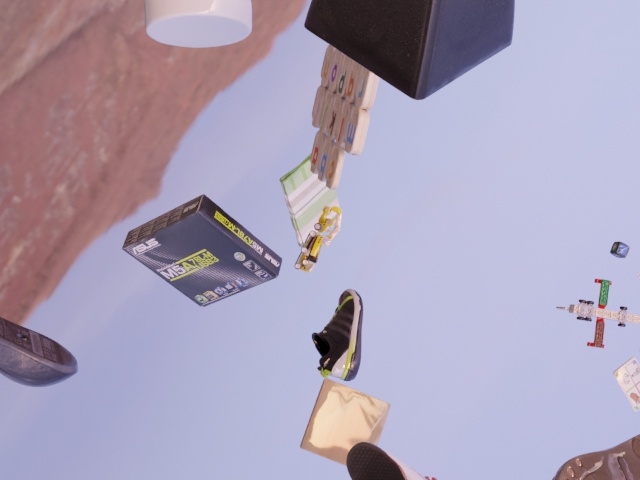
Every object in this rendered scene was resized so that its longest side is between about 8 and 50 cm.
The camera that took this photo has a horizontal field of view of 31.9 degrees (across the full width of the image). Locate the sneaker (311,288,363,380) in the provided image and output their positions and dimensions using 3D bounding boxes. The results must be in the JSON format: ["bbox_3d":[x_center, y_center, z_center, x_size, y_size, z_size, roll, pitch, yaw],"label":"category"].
[{"bbox_3d":[0.032,0.185,2.301,0.235,0.097,0.084,-88,-168,-47],"label":"sneaker"}]

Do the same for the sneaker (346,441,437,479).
[{"bbox_3d":[0.160,0.455,2.039,0.090,0.270,0.145,-52,178,7],"label":"sneaker"}]

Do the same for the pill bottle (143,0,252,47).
[{"bbox_3d":[-0.201,-0.510,1.816,0.204,0.204,0.361,160,-71,-67],"label":"pill bottle"}]

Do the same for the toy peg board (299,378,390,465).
[{"bbox_3d":[0.047,0.407,2.464,0.079,0.160,0.161,149,-37,-73],"label":"toy peg board"}]

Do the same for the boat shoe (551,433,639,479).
[{"bbox_3d":[0.530,0.396,1.895,0.116,0.324,0.123,108,-27,-60],"label":"boat shoe"}]

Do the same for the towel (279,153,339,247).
[{"bbox_3d":[-0.018,-0.075,1.989,0.023,0.152,0.113,18,-132,39],"label":"towel"}]

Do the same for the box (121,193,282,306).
[{"bbox_3d":[-0.190,0.021,1.802,0.190,0.184,0.045,-22,-138,37],"label":"box"}]

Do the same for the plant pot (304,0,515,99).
[{"bbox_3d":[0.115,-0.306,1.296,0.187,0.188,0.167,-34,148,-34],"label":"plant pot"}]

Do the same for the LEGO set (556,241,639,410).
[{"bbox_3d":[0.510,0.129,1.842,0.182,0.244,0.060,-35,-172,-16],"label":"LEGO set"}]

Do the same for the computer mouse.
[{"bbox_3d":[-0.539,0.176,1.880,0.072,0.272,0.188,-57,-159,6],"label":"computer mouse"}]

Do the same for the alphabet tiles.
[{"bbox_3d":[0.037,-0.228,1.782,0.284,0.021,0.278,-131,-128,-69],"label":"alphabet tiles"}]

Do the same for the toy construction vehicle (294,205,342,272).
[{"bbox_3d":[0.000,0.000,1.525,0.098,0.035,0.086,-63,179,-4],"label":"toy construction vehicle"}]
